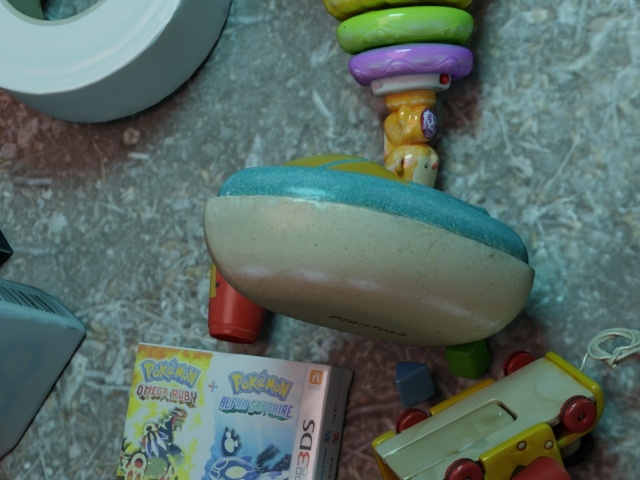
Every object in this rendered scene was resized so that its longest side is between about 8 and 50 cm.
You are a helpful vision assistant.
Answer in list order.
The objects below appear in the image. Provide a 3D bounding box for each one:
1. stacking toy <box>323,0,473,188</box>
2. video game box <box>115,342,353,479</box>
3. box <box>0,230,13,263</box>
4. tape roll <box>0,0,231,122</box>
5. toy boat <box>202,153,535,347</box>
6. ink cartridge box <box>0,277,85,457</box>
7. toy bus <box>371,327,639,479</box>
[{"bbox_3d":[0.069,-0.180,1.143,0.165,0.175,0.302,-5,88,26],"label":"stacking toy"},{"bbox_3d":[-0.082,0.192,1.187,0.205,0.048,0.187,4,78,28],"label":"video game box"},{"bbox_3d":[-0.433,0.005,1.417,0.190,0.045,0.184,-44,65,12],"label":"box"},{"bbox_3d":[-0.230,-0.262,1.308,0.286,0.100,0.286,-4,78,17],"label":"tape roll"},{"bbox_3d":[0.000,0.000,1.095,0.318,0.267,0.148,-12,65,56],"label":"toy boat"},{"bbox_3d":[-0.423,0.194,1.217,0.091,0.308,0.385,34,96,31],"label":"ink cartridge box"},{"bbox_3d":[0.144,0.165,1.037,0.202,0.191,0.104,-5,120,28],"label":"toy bus"}]
